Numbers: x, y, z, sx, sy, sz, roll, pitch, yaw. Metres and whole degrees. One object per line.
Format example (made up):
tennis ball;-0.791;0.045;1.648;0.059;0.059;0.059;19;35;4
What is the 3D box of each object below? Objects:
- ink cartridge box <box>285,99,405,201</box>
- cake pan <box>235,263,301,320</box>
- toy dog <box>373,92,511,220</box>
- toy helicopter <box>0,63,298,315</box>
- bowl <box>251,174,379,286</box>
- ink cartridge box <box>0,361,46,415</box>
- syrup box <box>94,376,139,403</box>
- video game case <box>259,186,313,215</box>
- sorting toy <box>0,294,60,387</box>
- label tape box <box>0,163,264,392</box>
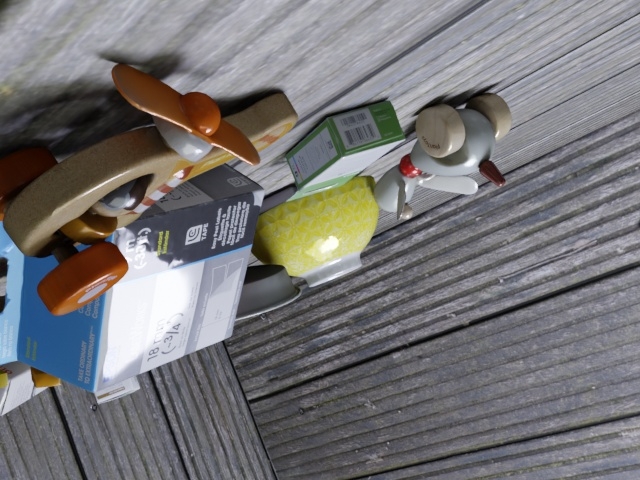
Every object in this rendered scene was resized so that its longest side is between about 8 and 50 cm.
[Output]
ink cartridge box;0.022;-0.126;1.145;0.109;0.062;0.209;-19;174;-27
cake pan;-0.181;0.098;1.414;0.293;0.054;0.293;-11;-173;1
toy dog;0.218;-0.115;1.354;0.220;0.161;0.334;-25;167;-10
toy helicopter;-0.138;-0.087;0.756;0.355;0.140;0.235;-32;174;-46
bowl;0.000;0.000;1.546;0.289;0.156;0.289;-22;175;-2
ink cartridge box;-0.638;0.255;1.590;0.203;0.148;0.086;-36;149;-75
syrup box;-0.525;0.268;1.898;0.096;0.237;0.093;-22;174;-5
video game case;-0.146;-0.036;1.567;0.285;0.025;0.204;-23;174;15
sorting toy;-0.430;0.139;1.080;0.229;0.041;0.307;-4;-162;-14
label tape box;-0.240;0.048;0.938;0.333;0.106;0.241;-18;133;-45
